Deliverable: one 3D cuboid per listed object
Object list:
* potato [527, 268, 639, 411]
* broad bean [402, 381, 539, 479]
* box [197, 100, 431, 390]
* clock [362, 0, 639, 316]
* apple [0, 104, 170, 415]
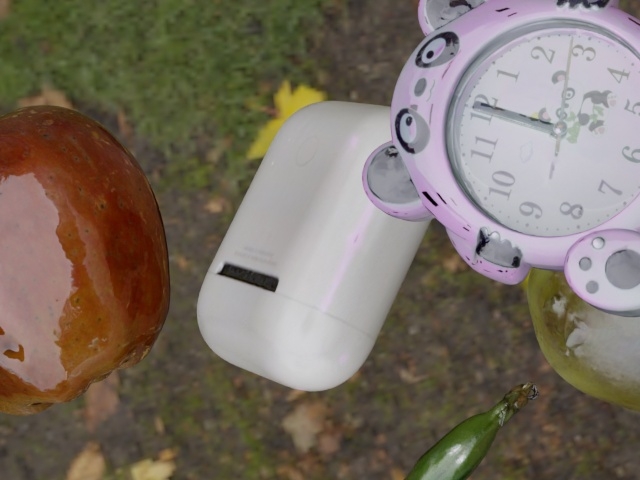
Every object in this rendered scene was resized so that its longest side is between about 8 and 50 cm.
[{"bbox_3d":[0.324,0.058,1.378,0.307,0.173,0.210,3,107,21],"label":"potato"},{"bbox_3d":[0.103,0.235,1.543,0.049,0.144,0.292,47,141,12],"label":"broad bean"},{"bbox_3d":[-0.001,-0.001,1.938,0.289,0.141,0.349,15,77,57],"label":"box"},{"bbox_3d":[0.167,-0.077,1.182,0.248,0.090,0.227,19,89,21],"label":"clock"},{"bbox_3d":[-0.229,0.019,1.264,0.234,0.234,0.234,13,108,44],"label":"apple"}]
